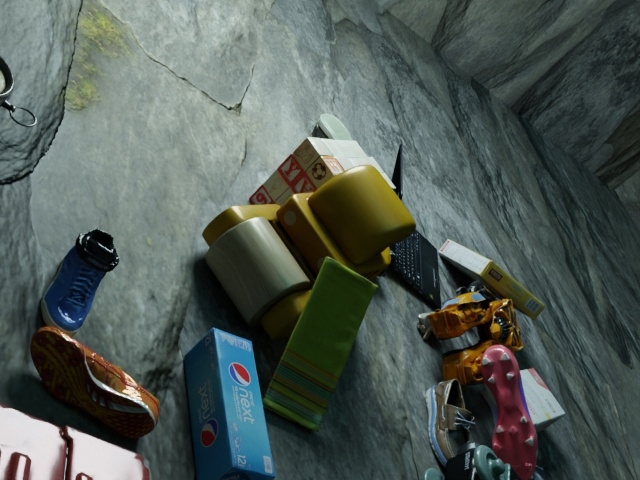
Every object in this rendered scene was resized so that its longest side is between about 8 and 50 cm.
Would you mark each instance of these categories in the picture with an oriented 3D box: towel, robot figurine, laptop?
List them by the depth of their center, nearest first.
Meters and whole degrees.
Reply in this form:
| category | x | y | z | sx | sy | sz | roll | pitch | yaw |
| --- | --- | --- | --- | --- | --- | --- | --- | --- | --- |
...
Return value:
| category | x | y | z | sx | sy | sz | roll | pitch | yaw |
| --- | --- | --- | --- | --- | --- | --- | --- | --- | --- |
| towel | 0.003 | 0.150 | 1.226 | 0.102 | 0.021 | 0.237 | 32 | 73 | -27 |
| robot figurine | 0.315 | 0.189 | 1.662 | 0.291 | 0.085 | 0.211 | -10 | 85 | -54 |
| laptop | 0.210 | -0.031 | 1.782 | 0.264 | 0.136 | 0.234 | 42 | 27 | -20 |

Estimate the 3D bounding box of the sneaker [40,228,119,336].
| category | x | y | z | sx | sy | sz | roll | pitch | yaw |
| --- | --- | --- | --- | --- | --- | --- | --- | --- | --- |
| sneaker | -0.294 | 0.045 | 1.044 | 0.058 | 0.084 | 0.152 | 34 | 30 | -22 |

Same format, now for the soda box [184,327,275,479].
| category | x | y | z | sx | sy | sz | roll | pitch | yaw |
| --- | --- | --- | --- | --- | --- | --- | --- | --- | --- |
| soda box | -0.119 | 0.219 | 1.070 | 0.067 | 0.071 | 0.210 | 26 | 33 | -35 |

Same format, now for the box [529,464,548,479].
| category | x | y | z | sx | sy | sz | roll | pitch | yaw |
| --- | --- | --- | --- | --- | --- | --- | --- | --- | --- |
| box | 0.390 | 0.439 | 1.549 | 0.083 | 0.018 | 0.067 | 30 | 31 | -28 |

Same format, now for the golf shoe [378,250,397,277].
| category | x | y | z | sx | sy | sz | roll | pitch | yaw |
| --- | --- | --- | --- | --- | --- | --- | --- | --- | --- |
| golf shoe | 0.051 | 0.017 | 1.604 | 0.198 | 0.077 | 0.094 | 20 | 20 | -44 |

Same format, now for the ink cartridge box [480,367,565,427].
| category | x | y | z | sx | sy | sz | roll | pitch | yaw |
| --- | --- | --- | --- | --- | --- | --- | --- | --- | --- |
| ink cartridge box | 0.393 | 0.323 | 1.659 | 0.198 | 0.067 | 0.115 | 5 | 47 | -54 |

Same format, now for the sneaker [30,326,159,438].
| category | x | y | z | sx | sy | sz | roll | pitch | yaw |
| --- | --- | --- | --- | --- | --- | --- | --- | --- | --- |
| sneaker | -0.263 | 0.163 | 0.975 | 0.175 | 0.064 | 0.067 | 45 | 7 | -14 |

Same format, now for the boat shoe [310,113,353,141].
| category | x | y | z | sx | sy | sz | roll | pitch | yaw |
| --- | --- | --- | --- | --- | --- | --- | --- | --- | --- |
| boat shoe | 0.052 | -0.175 | 1.848 | 0.081 | 0.069 | 0.228 | -4 | 55 | -42 |

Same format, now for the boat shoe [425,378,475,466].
| category | x | y | z | sx | sy | sz | roll | pitch | yaw |
| --- | --- | --- | --- | --- | --- | --- | --- | --- | --- |
| boat shoe | 0.225 | 0.311 | 1.437 | 0.066 | 0.066 | 0.183 | 29 | 31 | -29 |

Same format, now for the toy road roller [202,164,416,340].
| category | x | y | z | sx | sy | sz | roll | pitch | yaw |
| --- | --- | --- | --- | --- | --- | --- | --- | --- | --- |
| toy road roller | 0.000 | 0.000 | 1.349 | 0.203 | 0.240 | 0.329 | 54 | 28 | 16 |

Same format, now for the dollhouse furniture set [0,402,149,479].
| category | x | y | z | sx | sy | sz | roll | pitch | yaw |
| --- | --- | --- | --- | --- | --- | --- | --- | --- | --- |
| dollhouse furniture set | -0.219 | 0.300 | 0.554 | 0.152 | 0.201 | 0.374 | 26 | 14 | -22 |

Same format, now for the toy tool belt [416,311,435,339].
| category | x | y | z | sx | sy | sz | roll | pitch | yaw |
| --- | --- | --- | --- | --- | --- | --- | --- | --- | --- |
| toy tool belt | 0.225 | 0.168 | 1.665 | 0.083 | 0.052 | 0.051 | -2 | 90 | -51 |

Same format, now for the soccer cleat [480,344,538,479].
| category | x | y | z | sx | sy | sz | roll | pitch | yaw |
| --- | --- | --- | --- | --- | --- | --- | --- | --- | --- |
| soccer cleat | 0.343 | 0.312 | 1.524 | 0.095 | 0.083 | 0.248 | 10 | 68 | -70 |

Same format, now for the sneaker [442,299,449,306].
| category | x | y | z | sx | sy | sz | roll | pitch | yaw |
| --- | --- | --- | --- | --- | --- | --- | --- | --- | --- |
| sneaker | 0.293 | 0.147 | 1.795 | 0.083 | 0.031 | 0.035 | 23 | 34 | -37 |

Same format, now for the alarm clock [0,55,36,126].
| category | x | y | z | sx | sy | sz | roll | pitch | yaw |
| --- | --- | --- | --- | --- | --- | --- | --- | --- | --- |
| alarm clock | -0.478 | -0.215 | 1.159 | 0.192 | 0.064 | 0.129 | 35 | 29 | -16 |

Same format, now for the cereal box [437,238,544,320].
| category | x | y | z | sx | sy | sz | roll | pitch | yaw |
| --- | --- | --- | --- | --- | --- | --- | --- | --- | --- |
| cereal box | 0.376 | 0.083 | 1.875 | 0.173 | 0.047 | 0.240 | 37 | 0 | -17 |

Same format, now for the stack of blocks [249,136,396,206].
| category | x | y | z | sx | sy | sz | roll | pitch | yaw |
| --- | --- | --- | --- | --- | --- | --- | --- | --- | --- |
| stack of blocks | 0.025 | -0.103 | 1.602 | 0.087 | 0.171 | 0.297 | 55 | 28 | 17 |

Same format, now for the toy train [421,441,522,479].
| category | x | y | z | sx | sy | sz | roll | pitch | yaw |
| --- | --- | --- | --- | --- | --- | --- | --- | --- | --- |
| toy train | 0.237 | 0.444 | 1.211 | 0.190 | 0.142 | 0.334 | 50 | 26 | -14 |
